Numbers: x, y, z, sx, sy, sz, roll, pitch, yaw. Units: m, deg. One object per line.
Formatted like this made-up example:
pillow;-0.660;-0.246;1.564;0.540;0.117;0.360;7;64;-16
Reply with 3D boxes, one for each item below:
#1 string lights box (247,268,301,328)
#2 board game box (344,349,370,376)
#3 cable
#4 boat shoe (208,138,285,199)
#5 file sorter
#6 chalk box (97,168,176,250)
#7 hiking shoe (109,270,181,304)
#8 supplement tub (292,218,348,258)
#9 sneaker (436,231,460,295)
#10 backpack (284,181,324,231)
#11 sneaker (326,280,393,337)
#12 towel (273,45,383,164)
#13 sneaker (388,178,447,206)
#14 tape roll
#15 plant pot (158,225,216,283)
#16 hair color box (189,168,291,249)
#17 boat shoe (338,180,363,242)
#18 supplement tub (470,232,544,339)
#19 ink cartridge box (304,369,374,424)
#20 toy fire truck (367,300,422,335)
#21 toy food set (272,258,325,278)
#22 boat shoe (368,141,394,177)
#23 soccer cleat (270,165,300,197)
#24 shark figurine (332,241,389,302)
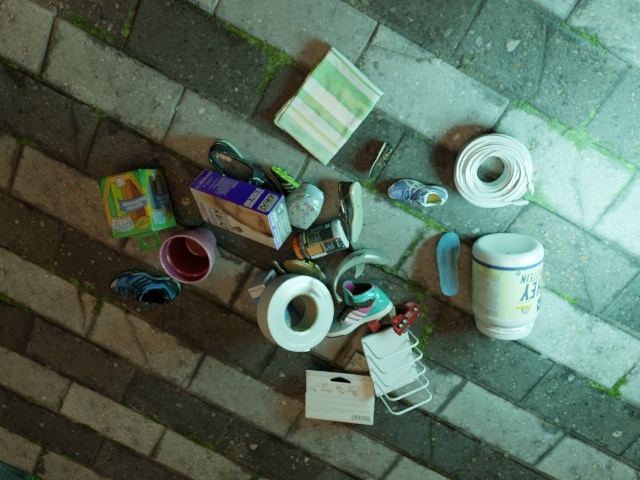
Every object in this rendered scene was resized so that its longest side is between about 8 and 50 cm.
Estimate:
string lights box;-0.176;0.258;2.037;0.076;0.133;0.260;-20;108;21
board game box;0.191;0.533;2.159;0.154;0.026;0.104;29;113;-4
cable;0.581;-0.238;1.748;0.256;0.089;0.257;-6;111;11
boat shoe;-0.271;-0.221;1.862;0.127;0.113;0.340;-38;103;19
file sorter;0.302;0.501;2.018;0.192;0.173;0.278;-20;110;-11
chalk box;-0.661;-0.105;1.895;0.180;0.179;0.289;-11;95;12
hiking shoe;-0.726;0.196;2.092;0.303;0.132;0.113;1;113;8
supplement tub;0.000;0.000;1.915;0.190;0.117;0.117;-17;109;15
sneaker;0.469;0.083;1.903;0.087;0.092;0.229;1;93;10
backpack;-0.062;-0.116;1.828;0.151;0.115;0.182;24;138;-18
sneaker;0.112;0.251;1.997;0.295;0.124;0.179;-28;111;10
towel;0.025;-0.455;1.764;0.247;0.038;0.325;39;112;-9
sneaker;0.343;-0.166;1.815;0.210;0.081;0.080;5;115;8
tape roll;-0.094;0.271;1.949;0.285;0.100;0.287;-1;93;-32
plant pot;-0.485;0.037;1.965;0.201;0.180;0.202;3;113;6
hair color box;-0.279;-0.111;1.818;0.338;0.110;0.185;19;146;22
boat shoe;0.107;-0.105;1.885;0.079;0.084;0.233;9;119;29
supplement tub;0.653;0.159;1.823;0.235;0.235;0.325;-2;112;9
ink cartridge box;0.084;0.653;2.201;0.295;0.066;0.262;4;114;7
toy fire truck;0.290;0.300;2.010;0.192;0.135;0.047;-46;137;-12
toy food set;-0.080;0.098;1.981;0.191;0.039;0.132;5;153;19
boat shoe;0.211;-0.276;1.805;0.042;0.049;0.133;30;109;4
soccer cleat;-0.120;-0.199;1.881;0.178;0.060;0.072;38;114;-11
shark figurine;0.118;0.091;1.885;0.278;0.116;0.166;-38;93;-20
